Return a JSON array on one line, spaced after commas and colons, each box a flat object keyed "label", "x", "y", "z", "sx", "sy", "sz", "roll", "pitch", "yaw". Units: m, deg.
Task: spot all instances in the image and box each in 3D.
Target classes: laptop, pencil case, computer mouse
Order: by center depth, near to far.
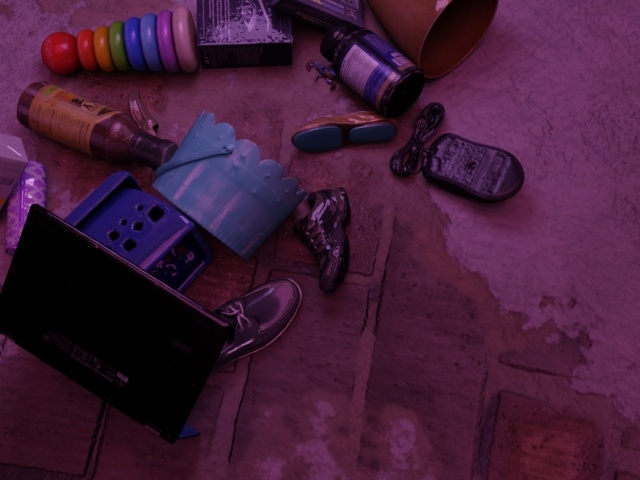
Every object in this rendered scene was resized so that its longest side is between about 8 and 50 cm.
[{"label": "laptop", "x": -0.348, "y": 0.162, "z": 1.551, "sx": 0.382, "sy": 0.236, "sz": 0.408, "roll": 31, "pitch": 116, "yaw": 6}, {"label": "pencil case", "x": -0.605, "y": -0.064, "z": 1.790, "sx": 0.086, "sy": 0.088, "sz": 0.206, "roll": -8, "pitch": 74, "yaw": 6}, {"label": "computer mouse", "x": 0.303, "y": -0.163, "z": 1.857, "sx": 0.272, "sy": 0.072, "sz": 0.188, "roll": 28, "pitch": 77, "yaw": 19}]

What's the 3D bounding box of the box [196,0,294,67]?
[{"label": "box", "x": -0.163, "y": -0.467, "z": 1.902, "sx": 0.207, "sy": 0.108, "sz": 0.153, "roll": -1, "pitch": 74, "yaw": -2}]

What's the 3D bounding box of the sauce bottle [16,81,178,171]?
[{"label": "sauce bottle", "x": -0.456, "y": -0.227, "z": 1.807, "sx": 0.344, "sy": 0.111, "sz": 0.111, "roll": 22, "pitch": 75, "yaw": 12}]

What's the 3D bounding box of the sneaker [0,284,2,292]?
[{"label": "sneaker", "x": -0.754, "y": 0.085, "z": 1.746, "sx": 0.252, "sy": 0.103, "sz": 0.111, "roll": 19, "pitch": 79, "yaw": 10}]

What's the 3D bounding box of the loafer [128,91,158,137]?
[{"label": "loafer", "x": -0.372, "y": -0.250, "z": 1.867, "sx": 0.050, "sy": 0.056, "sz": 0.148, "roll": -17, "pitch": 86, "yaw": -7}]

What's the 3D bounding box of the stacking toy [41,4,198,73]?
[{"label": "stacking toy", "x": -0.435, "y": -0.413, "z": 1.875, "sx": 0.330, "sy": 0.141, "sz": 0.141, "roll": -7, "pitch": 75, "yaw": 1}]

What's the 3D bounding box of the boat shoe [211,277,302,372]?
[{"label": "boat shoe", "x": -0.171, "y": 0.176, "z": 1.729, "sx": 0.319, "sy": 0.099, "sz": 0.116, "roll": -33, "pitch": 78, "yaw": -10}]

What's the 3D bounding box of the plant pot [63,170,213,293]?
[{"label": "plant pot", "x": -0.373, "y": 0.017, "z": 1.704, "sx": 0.212, "sy": 0.236, "sz": 0.236, "roll": 41, "pitch": 78, "yaw": 15}]

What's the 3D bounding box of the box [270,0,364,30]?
[{"label": "box", "x": -0.009, "y": -0.560, "z": 1.889, "sx": 0.233, "sy": 0.059, "sz": 0.183, "roll": 9, "pitch": 69, "yaw": -42}]

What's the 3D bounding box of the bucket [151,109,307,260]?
[{"label": "bucket", "x": -0.184, "y": -0.103, "z": 1.721, "sx": 0.281, "sy": 0.281, "sz": 0.183, "roll": 38, "pitch": 85, "yaw": 9}]

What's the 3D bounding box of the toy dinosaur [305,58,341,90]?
[{"label": "toy dinosaur", "x": 0.009, "y": -0.369, "z": 1.927, "sx": 0.090, "sy": 0.047, "sz": 0.082, "roll": -17, "pitch": 63, "yaw": -40}]

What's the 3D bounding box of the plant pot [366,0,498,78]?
[{"label": "plant pot", "x": 0.208, "y": -0.518, "z": 1.882, "sx": 0.237, "sy": 0.237, "sz": 0.254, "roll": -41, "pitch": 66, "yaw": -11}]

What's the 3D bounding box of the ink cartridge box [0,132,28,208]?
[{"label": "ink cartridge box", "x": -0.696, "y": -0.111, "z": 1.739, "sx": 0.231, "sy": 0.134, "sz": 0.078, "roll": -49, "pitch": 52, "yaw": 26}]

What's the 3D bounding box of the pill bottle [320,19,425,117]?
[{"label": "pill bottle", "x": 0.105, "y": -0.368, "z": 1.850, "sx": 0.123, "sy": 0.123, "sz": 0.219, "roll": -41, "pitch": 66, "yaw": -11}]

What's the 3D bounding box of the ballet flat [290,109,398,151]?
[{"label": "ballet flat", "x": 0.049, "y": -0.239, "z": 1.875, "sx": 0.232, "sy": 0.080, "sz": 0.073, "roll": -5, "pitch": 47, "yaw": -6}]

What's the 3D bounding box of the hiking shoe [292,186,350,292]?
[{"label": "hiking shoe", "x": 0.000, "y": 0.000, "z": 1.802, "sx": 0.114, "sy": 0.086, "sz": 0.226, "roll": 0, "pitch": 68, "yaw": 13}]
